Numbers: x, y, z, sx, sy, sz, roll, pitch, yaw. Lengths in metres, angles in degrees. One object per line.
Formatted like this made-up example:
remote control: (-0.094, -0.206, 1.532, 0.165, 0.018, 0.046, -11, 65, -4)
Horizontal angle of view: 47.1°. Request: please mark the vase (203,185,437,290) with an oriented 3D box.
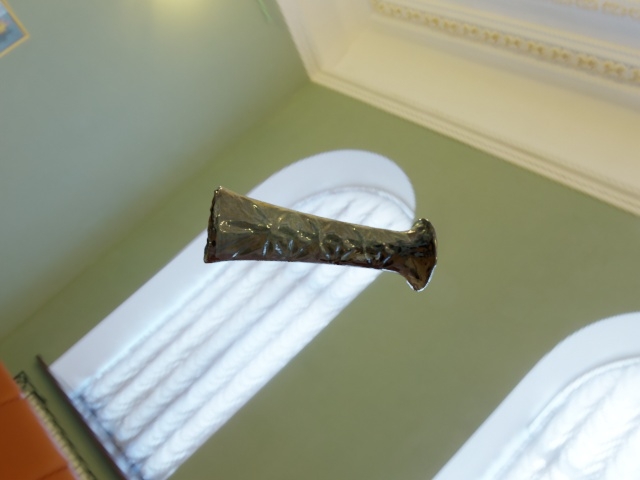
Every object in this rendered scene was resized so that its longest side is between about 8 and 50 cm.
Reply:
vase: (0.000, 0.000, 0.546, 0.167, 0.059, 0.059, 9, -11, -12)
